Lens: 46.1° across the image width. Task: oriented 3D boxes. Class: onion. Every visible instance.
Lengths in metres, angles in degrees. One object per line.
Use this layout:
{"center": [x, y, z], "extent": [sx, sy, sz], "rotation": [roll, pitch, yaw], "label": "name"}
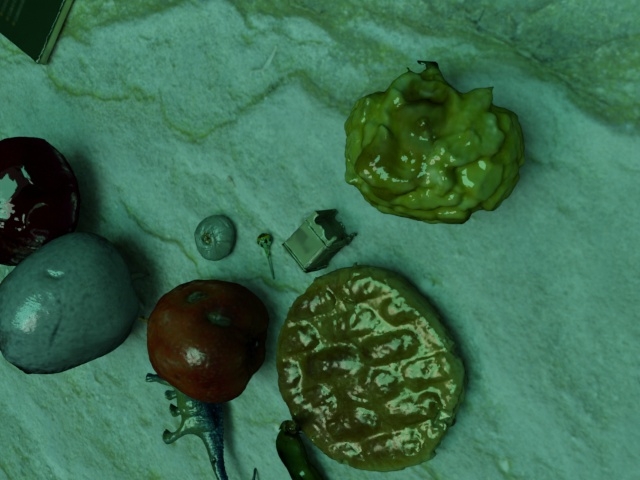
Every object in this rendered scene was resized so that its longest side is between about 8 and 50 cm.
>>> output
{"center": [-0.549, -0.070, 1.408], "extent": [0.206, 0.216, 0.206], "rotation": [-30, 76, 30], "label": "onion"}

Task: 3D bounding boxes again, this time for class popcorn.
{"center": [0.155, -0.133, 1.026], "extent": [0.249, 0.249, 0.225], "rotation": [18, 88, 25], "label": "popcorn"}

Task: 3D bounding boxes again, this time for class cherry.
{"center": [-0.451, 0.115, 1.367], "extent": [0.218, 0.296, 0.255], "rotation": [45, 144, 17], "label": "cherry"}

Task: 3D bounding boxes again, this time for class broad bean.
{"center": [0.007, 0.417, 1.252], "extent": [0.292, 0.049, 0.144], "rotation": [56, 150, -5], "label": "broad bean"}

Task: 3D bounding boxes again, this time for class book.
{"center": [-0.621, -0.552, 1.490], "extent": [0.371, 0.043, 0.260], "rotation": [39, 111, 17], "label": "book"}

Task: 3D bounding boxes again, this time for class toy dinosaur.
{"center": [-0.228, 0.301, 1.373], "extent": [0.147, 0.076, 0.362], "rotation": [-16, 84, 18], "label": "toy dinosaur"}

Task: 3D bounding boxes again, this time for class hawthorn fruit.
{"center": [-0.217, 0.156, 1.268], "extent": [0.243, 0.207, 0.207], "rotation": [11, 102, 21], "label": "hawthorn fruit"}

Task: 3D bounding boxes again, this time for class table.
{"center": [0.000, 0.000, 1.204], "extent": [0.083, 0.079, 0.062], "rotation": [-46, 74, 24], "label": "table"}

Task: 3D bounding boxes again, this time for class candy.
{"center": [-0.089, 0.027, 1.293], "extent": [0.023, 0.025, 0.083], "rotation": [-3, 106, 57], "label": "candy"}

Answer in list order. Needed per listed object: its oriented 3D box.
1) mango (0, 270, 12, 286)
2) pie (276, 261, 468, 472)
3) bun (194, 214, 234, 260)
{"center": [-0.592, 0.100, 1.539], "extent": [0.111, 0.089, 0.163], "rotation": [46, 106, 3], "label": "mango"}
{"center": [0.072, 0.206, 1.197], "extent": [0.340, 0.083, 0.339], "rotation": [5, 100, 26], "label": "pie"}
{"center": [-0.189, -0.005, 1.326], "extent": [0.083, 0.045, 0.083], "rotation": [4, 99, 23], "label": "bun"}
